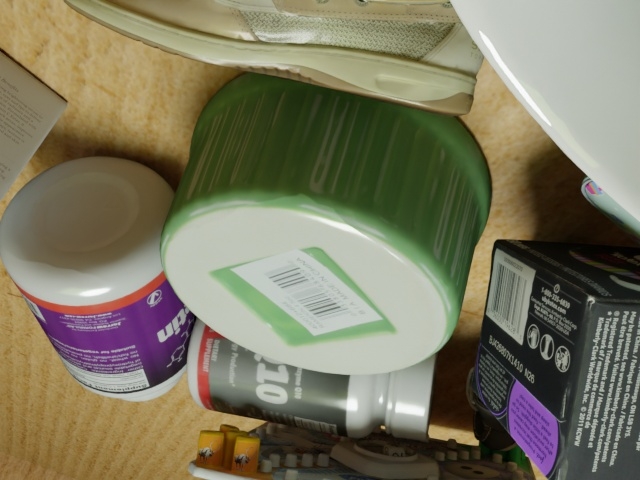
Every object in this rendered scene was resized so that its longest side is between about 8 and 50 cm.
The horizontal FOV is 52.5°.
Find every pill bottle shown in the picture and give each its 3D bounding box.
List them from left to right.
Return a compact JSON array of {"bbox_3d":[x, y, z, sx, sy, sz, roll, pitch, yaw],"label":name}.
[{"bbox_3d":[-0.237,0.067,0.767,0.181,0.181,0.323,12,144,7],"label":"pill bottle"},{"bbox_3d":[-0.003,0.150,0.796,0.283,0.161,0.161,7,142,13],"label":"pill bottle"}]

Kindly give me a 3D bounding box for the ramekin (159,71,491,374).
[{"bbox_3d":[0.000,0.000,0.612,0.303,0.148,0.303,11,143,8],"label":"ramekin"}]

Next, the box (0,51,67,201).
[{"bbox_3d":[-0.348,-0.081,0.628,0.130,0.170,0.091,-22,130,40],"label":"box"}]

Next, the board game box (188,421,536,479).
[{"bbox_3d":[0.086,0.274,0.851,0.390,0.050,0.390,6,176,14],"label":"board game box"}]

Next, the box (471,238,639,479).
[{"bbox_3d":[0.282,0.090,0.512,0.270,0.165,0.143,3,103,-10],"label":"box"}]

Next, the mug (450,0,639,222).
[{"bbox_3d":[0.201,-0.178,0.187,0.374,0.328,0.276,46,-175,13],"label":"mug"}]

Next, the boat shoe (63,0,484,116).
[{"bbox_3d":[-0.030,-0.167,0.465,0.302,0.109,0.098,14,104,5],"label":"boat shoe"}]

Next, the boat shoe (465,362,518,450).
[{"bbox_3d":[0.214,0.129,0.723,0.095,0.112,0.335,10,137,-4],"label":"boat shoe"}]

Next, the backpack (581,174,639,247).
[{"bbox_3d":[0.248,-0.064,0.404,0.188,0.144,0.166,44,173,-12],"label":"backpack"}]
